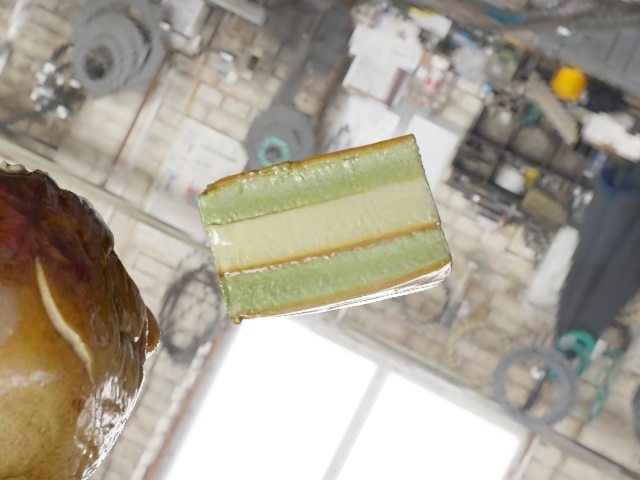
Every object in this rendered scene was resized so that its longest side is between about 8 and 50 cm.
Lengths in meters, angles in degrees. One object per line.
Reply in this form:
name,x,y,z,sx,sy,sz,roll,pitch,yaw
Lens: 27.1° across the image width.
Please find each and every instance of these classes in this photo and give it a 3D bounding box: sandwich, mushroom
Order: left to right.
mushroom,-0.224,0.045,0.931,0.301,0.208,0.233,-77,-32,-70
sandwich,0.000,0.000,1.039,0.187,0.117,0.144,-15,172,-11

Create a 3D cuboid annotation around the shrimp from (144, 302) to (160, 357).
shrimp,-0.175,0.069,0.987,0.091,0.025,0.127,40,-145,6
